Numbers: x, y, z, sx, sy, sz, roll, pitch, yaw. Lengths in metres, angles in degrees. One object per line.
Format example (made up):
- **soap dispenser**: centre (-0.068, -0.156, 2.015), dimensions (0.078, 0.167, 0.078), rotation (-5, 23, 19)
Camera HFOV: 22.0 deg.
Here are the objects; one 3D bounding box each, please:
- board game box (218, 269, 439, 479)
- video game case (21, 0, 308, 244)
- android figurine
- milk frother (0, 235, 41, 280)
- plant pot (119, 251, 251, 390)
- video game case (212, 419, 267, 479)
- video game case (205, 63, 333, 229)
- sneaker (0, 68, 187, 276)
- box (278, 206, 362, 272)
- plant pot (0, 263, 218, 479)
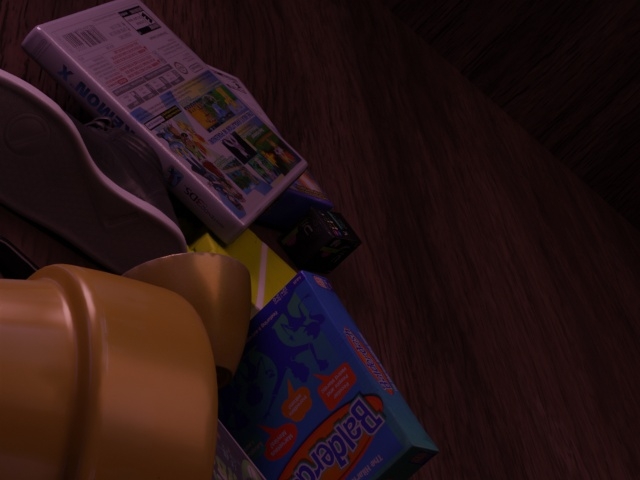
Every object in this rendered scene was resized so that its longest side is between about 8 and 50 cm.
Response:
- **board game box**: centre (-0.010, 0.157, 1.481), dimensions (0.047, 0.160, 0.210), rotation (21, 29, -53)
- **video game case**: centre (-0.161, -0.145, 1.834), dimensions (0.300, 0.036, 0.329), rotation (44, 18, -2)
- **android figurine**: centre (-0.053, 0.075, 1.744), dimensions (0.273, 0.056, 0.248), rotation (41, 18, -17)
- **milk frother**: centre (-0.265, 0.068, 1.233), dimensions (0.135, 0.129, 0.143), rotation (41, -26, -15)
- **plant pot**: centre (-0.119, 0.085, 1.473), dimensions (0.134, 0.134, 0.095), rotation (25, 43, -49)
- **video game case**: centre (-0.073, 0.215, 1.330), dimensions (0.190, 0.022, 0.173), rotation (55, 12, -33)
- **video game case**: centre (-0.133, -0.131, 2.021), dimensions (0.244, 0.061, 0.269), rotation (53, 19, 28)
- **sneaker**: centre (-0.252, -0.086, 1.585), dimensions (0.296, 0.104, 0.147), rotation (42, 15, -32)
- **box**: centre (0.000, 0.000, 2.029), dimensions (0.052, 0.062, 0.083), rotation (53, 19, 20)
- **plant pot**: centre (-0.221, 0.123, 0.962), dimensions (0.239, 0.254, 0.254), rotation (18, 29, -28)
